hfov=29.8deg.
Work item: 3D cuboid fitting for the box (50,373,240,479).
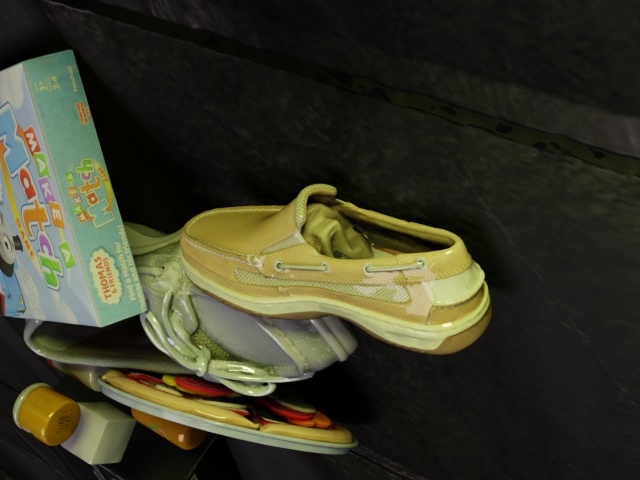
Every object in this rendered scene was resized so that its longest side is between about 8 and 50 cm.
[{"bbox_3d":[-0.191,0.252,1.336,0.184,0.103,0.261,26,156,18],"label":"box"}]

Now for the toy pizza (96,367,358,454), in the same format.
[{"bbox_3d":[-0.067,0.119,0.900,0.201,0.032,0.201,14,177,1],"label":"toy pizza"}]

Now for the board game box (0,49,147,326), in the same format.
[{"bbox_3d":[-0.192,-0.028,0.779,0.211,0.039,0.160,-3,105,56],"label":"board game box"}]

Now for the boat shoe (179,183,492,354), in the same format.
[{"bbox_3d":[0.000,0.000,0.628,0.190,0.068,0.072,10,134,31],"label":"boat shoe"}]

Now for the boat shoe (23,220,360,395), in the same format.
[{"bbox_3d":[-0.097,0.053,0.804,0.320,0.103,0.118,8,144,50],"label":"boat shoe"}]

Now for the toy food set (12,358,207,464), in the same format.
[{"bbox_3d":[-0.187,0.116,1.030,0.105,0.111,0.232,24,-174,29],"label":"toy food set"}]
